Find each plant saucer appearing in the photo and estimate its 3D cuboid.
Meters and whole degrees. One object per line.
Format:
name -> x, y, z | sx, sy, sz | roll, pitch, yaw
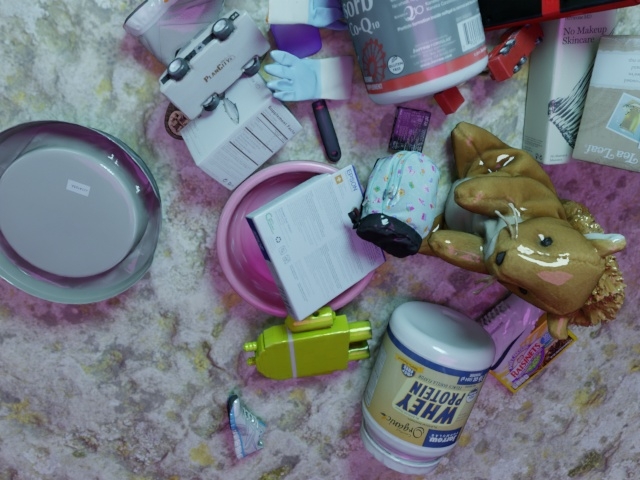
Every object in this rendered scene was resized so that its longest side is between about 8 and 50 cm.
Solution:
plant saucer -> -0.042, -0.004, 1.004 | 0.331, 0.084, 0.333 | -2, 111, -6

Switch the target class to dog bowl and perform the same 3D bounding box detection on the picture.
dog bowl -> -0.466, -0.057, 0.933 | 0.348, 0.102, 0.349 | -2, 111, -5

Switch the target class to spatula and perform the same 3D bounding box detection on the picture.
spatula -> -0.013, -0.285, 0.926 | 0.084, 0.030, 0.297 | -18, 112, 3

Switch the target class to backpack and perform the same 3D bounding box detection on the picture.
backpack -> 0.147, -0.074, 0.914 | 0.152, 0.115, 0.182 | 32, 65, -38

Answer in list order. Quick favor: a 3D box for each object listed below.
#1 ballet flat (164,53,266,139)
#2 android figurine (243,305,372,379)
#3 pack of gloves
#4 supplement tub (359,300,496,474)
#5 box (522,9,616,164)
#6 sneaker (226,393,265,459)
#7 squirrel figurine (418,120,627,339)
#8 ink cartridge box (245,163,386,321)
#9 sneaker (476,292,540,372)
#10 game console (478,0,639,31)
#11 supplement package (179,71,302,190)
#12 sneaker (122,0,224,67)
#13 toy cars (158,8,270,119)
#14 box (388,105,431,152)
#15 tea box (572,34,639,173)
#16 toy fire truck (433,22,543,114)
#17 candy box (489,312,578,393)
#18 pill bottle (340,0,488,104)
ballet flat -> -0.193, -0.278, 0.896 | 0.249, 0.058, 0.084 | -40, 109, 10
android figurine -> -0.027, 0.230, 1.062 | 0.272, 0.056, 0.248 | -8, 139, -4
pack of gloves -> -0.023, -0.340, 0.840 | 0.046, 0.232, 0.195 | 17, 113, 35
supplement tub -> 0.220, 0.317, 1.076 | 0.228, 0.228, 0.317 | 12, 109, -10
box -> 0.464, -0.290, 0.935 | 0.113, 0.094, 0.275 | -7, 112, -3
sneaker -> -0.174, 0.434, 1.176 | 0.082, 0.071, 0.191 | -11, 120, -8
squirrel figurine -> 0.401, 0.006, 0.889 | 0.396, 0.370, 0.281 | 19, 108, -17
ink cartridge box -> 0.000, 0.000, 0.922 | 0.223, 0.045, 0.224 | -31, 113, -23
sneaker -> 0.413, 0.193, 1.126 | 0.094, 0.090, 0.235 | 22, 106, -3
game console -> 0.361, -0.539, 0.735 | 0.060, 0.341, 0.387 | -27, 116, -35
supplement package -> -0.143, -0.199, 0.888 | 0.179, 0.105, 0.105 | -40, 146, 10
sneaker -> -0.198, -0.402, 0.840 | 0.262, 0.099, 0.121 | -33, 122, 12
toy cars -> -0.153, -0.379, 0.760 | 0.176, 0.087, 0.394 | -9, 136, -37
box -> 0.176, -0.217, 0.976 | 0.067, 0.018, 0.083 | 7, 110, -8
tea box -> 0.677, -0.212, 0.811 | 0.323, 0.329, 0.220 | -9, 114, -29
toy fire truck -> 0.307, -0.320, 0.906 | 0.047, 0.135, 0.192 | 48, 66, -19
candy box -> 0.509, 0.272, 1.193 | 0.105, 0.027, 0.206 | 40, 103, -14
pill bottle -> 0.129, -0.425, 0.790 | 0.210, 0.210, 0.363 | -20, 111, 2
